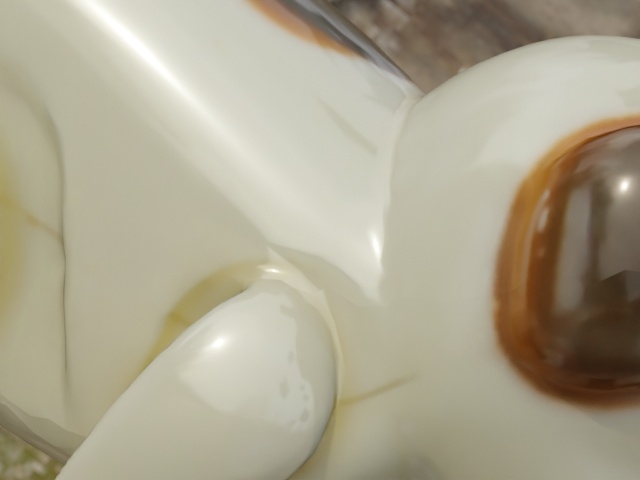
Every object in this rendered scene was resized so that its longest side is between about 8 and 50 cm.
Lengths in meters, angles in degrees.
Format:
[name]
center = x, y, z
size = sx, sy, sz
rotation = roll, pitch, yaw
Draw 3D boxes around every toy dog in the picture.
[toy dog]
center = 0.000, 0.000, 0.733
size = 0.408, 0.395, 0.284
rotation = 15, -4, 18
